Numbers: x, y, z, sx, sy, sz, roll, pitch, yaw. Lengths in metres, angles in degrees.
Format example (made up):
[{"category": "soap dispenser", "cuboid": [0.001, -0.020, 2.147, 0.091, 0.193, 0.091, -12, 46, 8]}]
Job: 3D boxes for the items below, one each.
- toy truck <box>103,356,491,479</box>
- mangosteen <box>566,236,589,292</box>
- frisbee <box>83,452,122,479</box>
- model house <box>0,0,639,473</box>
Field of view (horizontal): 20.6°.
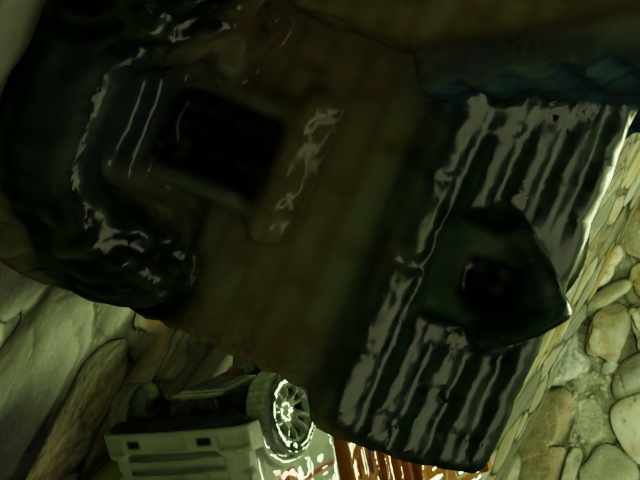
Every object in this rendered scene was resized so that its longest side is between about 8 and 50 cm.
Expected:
[{"category": "toy truck", "cuboid": [-0.004, 0.180, 1.515, 0.387, 0.173, 0.207, -21, 101, -55]}, {"category": "mangosteen", "cuboid": [0.194, -0.017, 1.996, 0.216, 0.216, 0.216, -54, 162, -28]}, {"category": "frisbee", "cuboid": [-0.196, 0.266, 1.529, 0.236, 0.017, 0.236, -54, 161, -28]}, {"category": "model house", "cuboid": [0.074, -0.098, 1.132, 0.445, 0.400, 0.395, -64, 166, 3]}]
